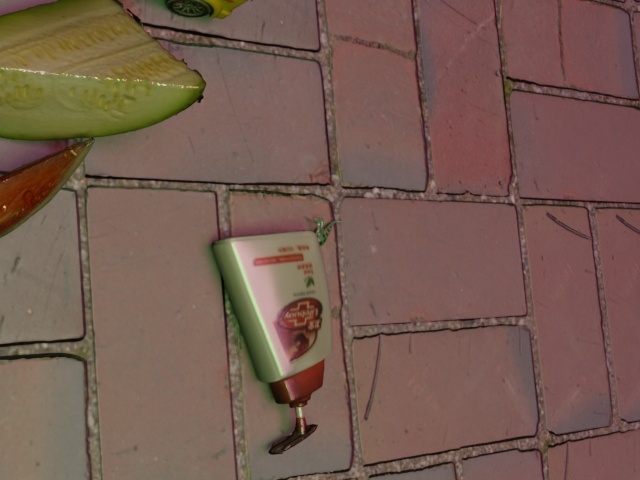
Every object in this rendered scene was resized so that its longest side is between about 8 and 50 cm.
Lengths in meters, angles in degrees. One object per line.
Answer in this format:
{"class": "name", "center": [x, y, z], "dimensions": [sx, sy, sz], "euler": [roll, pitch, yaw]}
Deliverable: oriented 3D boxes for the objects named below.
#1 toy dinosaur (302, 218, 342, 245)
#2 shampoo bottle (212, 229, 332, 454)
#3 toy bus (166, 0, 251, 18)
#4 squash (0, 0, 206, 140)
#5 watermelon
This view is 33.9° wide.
{"class": "toy dinosaur", "center": [0.000, 0.000, 1.473], "dimensions": [0.083, 0.021, 0.062], "euler": [0, 89, -35]}
{"class": "shampoo bottle", "center": [-0.048, 0.129, 1.376], "dimensions": [0.153, 0.071, 0.284], "euler": [-8, 86, -38]}
{"class": "toy bus", "center": [-0.222, -0.393, 1.280], "dimensions": [0.330, 0.152, 0.144], "euler": [15, 74, -37]}
{"class": "squash", "center": [-0.305, -0.160, 1.190], "dimensions": [0.203, 0.111, 0.289], "euler": [43, 47, 15]}
{"class": "watermelon", "center": [-0.348, -0.046, 1.135], "dimensions": [0.245, 0.119, 0.063], "euler": [-32, 91, -46]}
